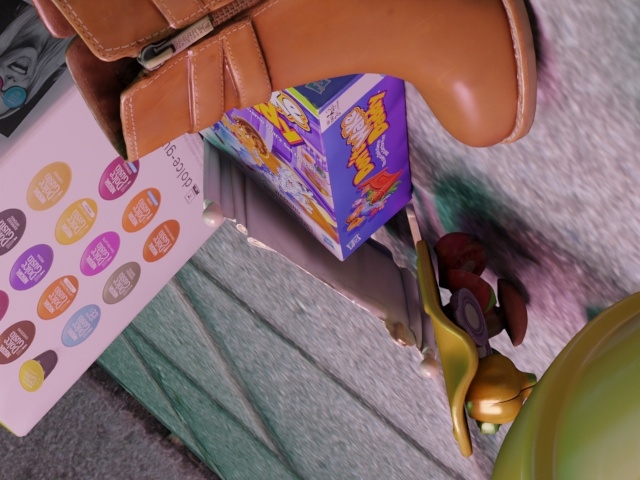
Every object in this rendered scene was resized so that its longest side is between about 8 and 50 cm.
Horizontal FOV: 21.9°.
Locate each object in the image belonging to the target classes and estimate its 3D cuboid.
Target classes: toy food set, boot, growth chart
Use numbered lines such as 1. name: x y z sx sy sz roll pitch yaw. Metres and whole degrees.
1. toy food set: 0.115 0.058 1.187 0.218 0.071 0.128 -96 -8 -58
2. boot: -0.012 -0.105 0.867 0.109 0.220 0.283 33 159 45
3. growth chart: 0.000 0.000 1.299 0.237 0.021 0.172 34 -157 -12

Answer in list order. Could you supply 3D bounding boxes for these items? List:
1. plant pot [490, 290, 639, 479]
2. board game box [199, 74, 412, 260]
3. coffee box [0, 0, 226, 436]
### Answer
1. plant pot: 0.224 0.102 0.740 0.254 0.254 0.239 44 149 15
2. board game box: -0.085 -0.165 1.206 0.347 0.078 0.233 42 165 21
3. coffee box: -0.346 -0.077 1.606 0.338 0.334 0.337 36 166 28
